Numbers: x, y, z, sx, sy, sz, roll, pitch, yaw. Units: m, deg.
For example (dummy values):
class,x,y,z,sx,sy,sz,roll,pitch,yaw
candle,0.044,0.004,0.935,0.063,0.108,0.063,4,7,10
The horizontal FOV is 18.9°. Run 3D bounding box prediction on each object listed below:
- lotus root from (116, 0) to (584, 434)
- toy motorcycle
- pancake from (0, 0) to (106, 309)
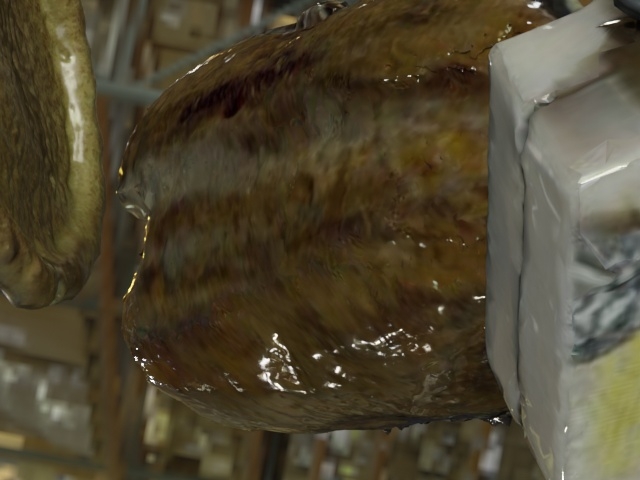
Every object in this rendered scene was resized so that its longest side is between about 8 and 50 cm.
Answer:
class,x,y,z,sx,sy,sz,roll,pitch,yaw
lotus root,0.000,0.000,0.673,0.329,0.078,0.167,-21,89,61
toy motorcycle,0.148,0.000,0.493,0.108,0.223,0.340,-112,16,-49
pancake,-0.117,-0.066,0.729,0.199,0.021,0.199,-10,-90,-80
